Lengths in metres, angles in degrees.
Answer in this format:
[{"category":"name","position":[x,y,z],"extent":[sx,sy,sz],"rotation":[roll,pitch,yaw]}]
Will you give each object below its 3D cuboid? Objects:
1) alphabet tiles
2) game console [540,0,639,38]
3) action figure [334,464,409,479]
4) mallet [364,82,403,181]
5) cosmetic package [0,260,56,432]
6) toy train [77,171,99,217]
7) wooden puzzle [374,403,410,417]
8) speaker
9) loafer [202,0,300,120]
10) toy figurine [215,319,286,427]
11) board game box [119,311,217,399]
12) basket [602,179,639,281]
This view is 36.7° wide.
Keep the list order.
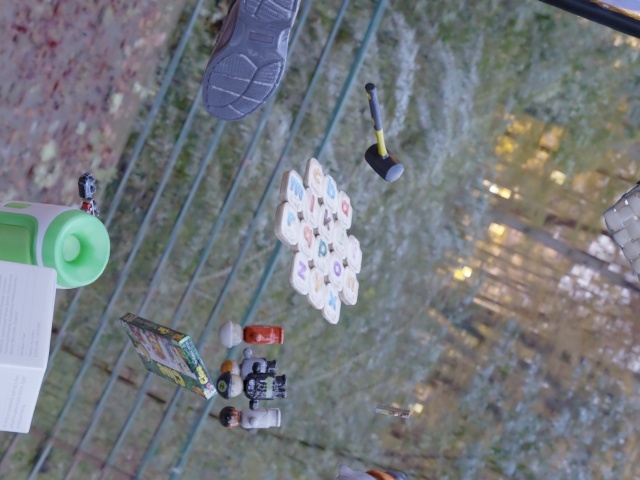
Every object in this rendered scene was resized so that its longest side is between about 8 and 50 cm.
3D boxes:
[{"category":"alphabet tiles","position":[0.000,0.000,1.781],"extent":[0.284,0.021,0.278],"rotation":[46,42,-45]},{"category":"game console","position":[0.528,-0.446,1.721],"extent":[0.342,0.386,0.060],"rotation":[-47,157,-56]},{"category":"action figure","position":[0.101,0.415,1.499],"extent":[0.330,0.341,0.178],"rotation":[38,77,-48]},{"category":"mallet","position":[0.081,-0.169,1.445],"extent":[0.039,0.062,0.190],"rotation":[-33,138,-12]},{"category":"cosmetic package","position":[-0.422,0.121,1.146],"extent":[0.151,0.183,0.151],"rotation":[120,-27,-43]},{"category":"toy train","position":[-0.448,-0.056,1.869],"extent":[0.036,0.027,0.158],"rotation":[-42,141,-49]},{"category":"wooden puzzle","position":[0.105,0.248,1.400],"extent":[0.083,0.049,0.006],"rotation":[18,82,-81]},{"category":"speaker","position":[-0.472,0.001,1.515],"extent":[0.131,0.296,0.131],"rotation":[-12,105,-54]},{"category":"loafer","position":[-0.094,-0.301,1.399],"extent":[0.302,0.109,0.095],"rotation":[120,-21,-47]},{"category":"toy figurine","position":[-0.160,0.299,2.120],"extent":[0.209,0.148,0.213],"rotation":[102,-14,-49]},{"category":"board game box","position":[-0.302,0.222,1.893],"extent":[0.030,0.259,0.136],"rotation":[-38,116,-27]},{"category":"basket","position":[0.711,-0.018,1.932],"extent":[0.201,0.255,0.289],"rotation":[-36,167,31]}]
